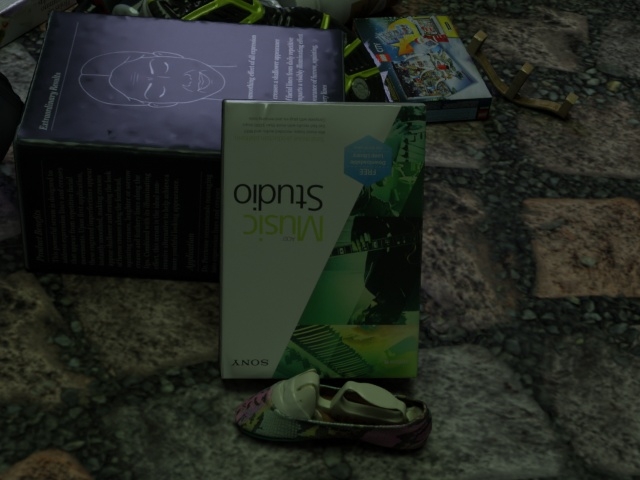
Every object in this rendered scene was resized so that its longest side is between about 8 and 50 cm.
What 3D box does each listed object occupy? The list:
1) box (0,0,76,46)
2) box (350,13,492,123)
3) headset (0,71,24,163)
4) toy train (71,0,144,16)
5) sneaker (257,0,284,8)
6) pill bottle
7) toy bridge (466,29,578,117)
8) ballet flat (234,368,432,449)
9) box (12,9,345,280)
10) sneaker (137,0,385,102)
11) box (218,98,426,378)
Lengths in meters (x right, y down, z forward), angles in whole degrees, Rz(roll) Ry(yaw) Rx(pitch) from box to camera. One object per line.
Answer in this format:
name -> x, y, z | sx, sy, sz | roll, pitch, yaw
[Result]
box -> -0.490, -0.346, 2.027 | 0.067, 0.063, 0.324 | 27, 45, 20
box -> 0.150, -0.265, 2.025 | 0.159, 0.044, 0.233 | -5, 42, -12
headset -> -0.468, -0.126, 1.690 | 0.243, 0.185, 0.394 | -40, 36, 12
toy train -> -0.233, -0.423, 2.020 | 0.190, 0.142, 0.334 | 15, 53, 35
sneaker -> -0.145, -0.337, 2.055 | 0.132, 0.086, 0.228 | -24, 39, -24
pill bottle -> 0.023, -0.407, 2.106 | 0.229, 0.131, 0.131 | -27, 51, -31
toy bridge -> 0.300, -0.240, 1.998 | 0.188, 0.063, 0.026 | 36, 46, 6
ballet flat -> 0.016, 0.184, 1.471 | 0.221, 0.079, 0.077 | 7, 42, 1
box -> -0.169, -0.121, 1.697 | 0.395, 0.212, 0.293 | 4, 42, -3
sneaker -> -0.083, -0.260, 1.889 | 0.384, 0.147, 0.145 | 25, 62, -19
box -> 0.000, 0.000, 1.517 | 0.232, 0.322, 0.058 | 0, 9, -6
